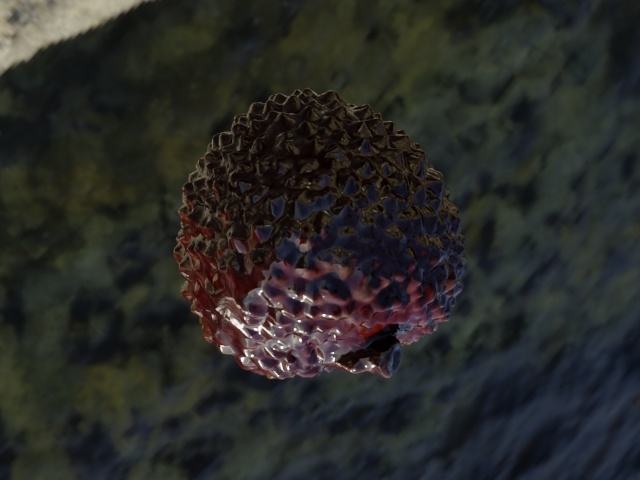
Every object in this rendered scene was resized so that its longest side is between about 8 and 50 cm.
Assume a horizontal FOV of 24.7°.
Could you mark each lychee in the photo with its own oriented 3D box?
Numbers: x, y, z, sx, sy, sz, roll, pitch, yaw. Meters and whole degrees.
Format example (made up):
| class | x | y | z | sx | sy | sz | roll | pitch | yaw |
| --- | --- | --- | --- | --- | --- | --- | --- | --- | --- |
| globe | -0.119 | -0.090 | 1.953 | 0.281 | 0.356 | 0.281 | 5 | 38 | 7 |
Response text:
| class | x | y | z | sx | sy | sz | roll | pitch | yaw |
| --- | --- | --- | --- | --- | --- | --- | --- | --- | --- |
| lychee | 0.000 | 0.000 | 1.511 | 0.306 | 0.330 | 0.306 | -17 | 156 | -8 |
